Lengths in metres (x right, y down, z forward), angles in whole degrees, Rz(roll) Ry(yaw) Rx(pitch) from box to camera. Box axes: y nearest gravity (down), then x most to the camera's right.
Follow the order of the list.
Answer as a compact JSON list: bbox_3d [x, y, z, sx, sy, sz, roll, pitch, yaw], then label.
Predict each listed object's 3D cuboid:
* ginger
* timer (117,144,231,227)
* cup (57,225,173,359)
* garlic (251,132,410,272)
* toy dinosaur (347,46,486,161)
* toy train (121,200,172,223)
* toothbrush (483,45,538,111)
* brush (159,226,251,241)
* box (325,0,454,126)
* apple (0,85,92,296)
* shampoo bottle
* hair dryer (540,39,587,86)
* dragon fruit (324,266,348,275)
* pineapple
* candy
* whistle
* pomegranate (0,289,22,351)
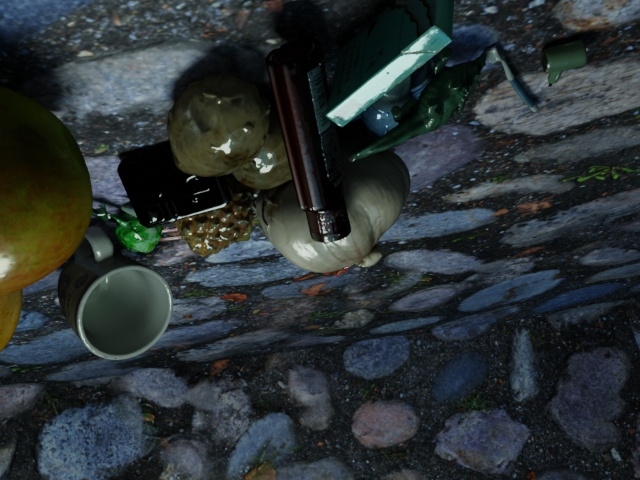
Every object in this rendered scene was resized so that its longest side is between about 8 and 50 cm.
[{"bbox_3d":[-0.121,-0.183,1.218,0.304,0.155,0.244,0,151,-46],"label":"ginger"},{"bbox_3d":[-0.279,-0.108,1.327,0.188,0.144,0.055,-15,-159,9],"label":"timer"},{"bbox_3d":[-0.515,0.097,1.617,0.227,0.301,0.257,-28,-147,-35],"label":"cup"},{"bbox_3d":[0.029,-0.079,1.375,0.322,0.322,0.241,-13,133,5],"label":"garlic"},{"bbox_3d":[0.175,-0.227,1.163,0.292,0.079,0.120,-35,153,-19],"label":"toy dinosaur"},{"bbox_3d":[-0.307,-0.066,1.520,0.252,0.055,0.048,5,153,-36],"label":"toy train"},{"bbox_3d":[0.364,-0.299,1.316,0.025,0.019,0.276,-17,159,28],"label":"toothbrush"},{"bbox_3d":[-0.282,-0.026,1.648,0.234,0.047,0.103,-5,158,-11],"label":"brush"},{"bbox_3d":[0.101,-0.288,1.026,0.041,0.162,0.229,31,140,-26],"label":"box"},{"bbox_3d":[-0.519,-0.073,1.036,0.340,0.339,0.339,-10,159,-4],"label":"apple"},{"bbox_3d":[-0.012,-0.151,1.128,0.084,0.129,0.322,-2,122,17],"label":"shampoo bottle"},{"bbox_3d":[0.439,-0.319,1.292,0.071,0.047,0.150,-11,169,5],"label":"hair dryer"},{"bbox_3d":[0.000,0.000,1.729,0.160,0.166,0.172,-39,127,22],"label":"dragon fruit"},{"bbox_3d":[-0.213,-0.065,1.449,0.193,0.166,0.166,-34,162,-12],"label":"pineapple"},{"bbox_3d":[-0.463,-0.060,1.449,0.097,0.097,0.323,-23,148,28],"label":"candy"},{"bbox_3d":[0.117,-0.253,1.234,0.180,0.093,0.269,-16,153,-7],"label":"whistle"},{"bbox_3d":[-0.755,0.081,1.269,0.417,0.416,0.416,-10,159,-4],"label":"pomegranate"}]
